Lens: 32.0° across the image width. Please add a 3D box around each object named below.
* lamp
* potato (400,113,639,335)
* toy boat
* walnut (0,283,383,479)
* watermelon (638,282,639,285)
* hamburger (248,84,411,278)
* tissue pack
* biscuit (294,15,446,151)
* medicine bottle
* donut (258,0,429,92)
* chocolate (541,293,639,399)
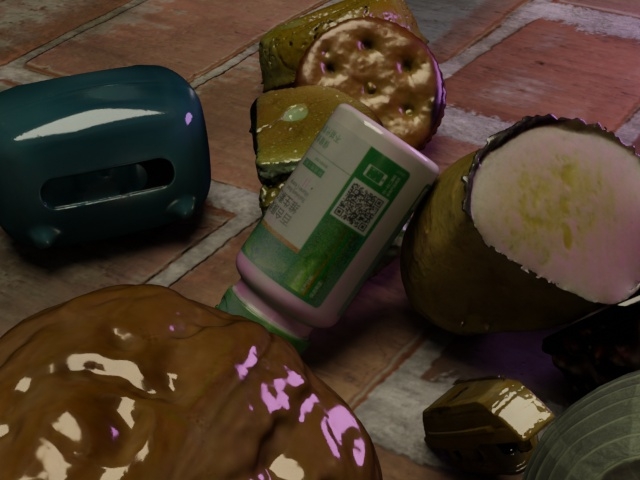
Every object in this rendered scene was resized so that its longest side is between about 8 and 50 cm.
[{"bbox_3d":[0.285,0.211,0.876,0.233,0.265,0.233,35,15,-11],"label":"lamp"},{"bbox_3d":[0.191,0.001,1.201,0.229,0.229,0.266,-24,-5,-28],"label":"potato"},{"bbox_3d":[0.153,0.171,1.012,0.068,0.088,0.226,-35,-1,-17],"label":"toy boat"},{"bbox_3d":[-0.135,0.217,0.838,0.354,0.308,0.398,42,40,-5],"label":"walnut"},{"bbox_3d":[0.304,0.009,1.325,0.241,0.094,0.154,1,44,10],"label":"watermelon"},{"bbox_3d":[0.012,-0.070,1.377,0.192,0.168,0.288,-3,35,-1],"label":"hamburger"},{"bbox_3d":[-0.283,-0.104,1.427,0.287,0.198,0.206,-11,33,-16],"label":"tissue pack"},{"bbox_3d":[0.069,-0.206,1.558,0.220,0.220,0.066,-6,-7,-3],"label":"biscuit"},{"bbox_3d":[0.000,0.000,1.189,0.133,0.274,0.133,33,6,-4],"label":"medicine bottle"},{"bbox_3d":[0.024,-0.310,1.717,0.272,0.107,0.272,-18,10,3],"label":"donut"},{"bbox_3d":[0.353,0.135,1.102,0.224,0.206,0.177,-21,79,-1],"label":"chocolate"}]
